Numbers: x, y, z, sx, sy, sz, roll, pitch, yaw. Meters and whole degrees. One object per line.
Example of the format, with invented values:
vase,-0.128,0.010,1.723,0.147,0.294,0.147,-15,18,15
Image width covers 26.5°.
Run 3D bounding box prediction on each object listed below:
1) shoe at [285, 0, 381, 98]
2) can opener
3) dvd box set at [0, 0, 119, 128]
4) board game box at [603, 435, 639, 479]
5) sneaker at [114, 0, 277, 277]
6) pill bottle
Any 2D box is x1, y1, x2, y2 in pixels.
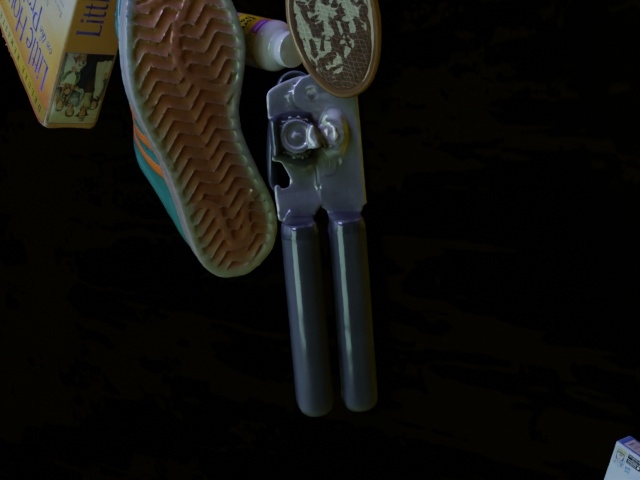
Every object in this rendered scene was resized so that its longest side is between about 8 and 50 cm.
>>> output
shoe,0.005,-0.221,1.075,0.076,0.058,0.219,-13,93,19
can opener,0.000,0.000,1.133,0.095,0.076,0.283,-138,43,-78
dvd box set,-0.223,-0.359,1.245,0.308,0.062,0.420,61,139,40
board game box,0.230,0.195,0.930,0.090,0.020,0.090,36,124,39
sneaker,-0.123,-0.116,1.160,0.121,0.108,0.302,39,146,52
pill bottle,-0.050,-0.168,1.152,0.083,0.043,0.043,19,113,45
